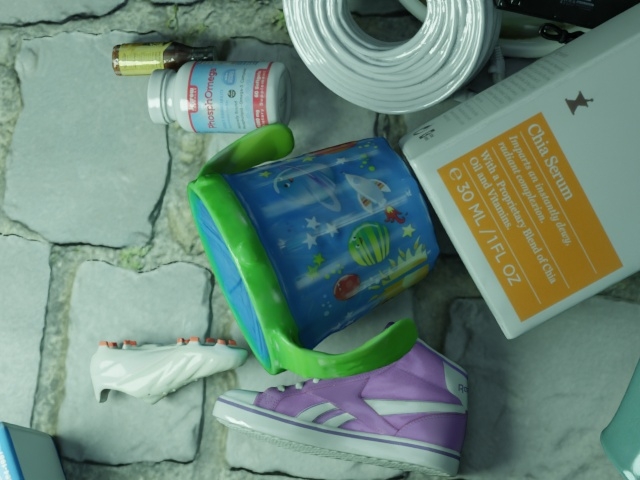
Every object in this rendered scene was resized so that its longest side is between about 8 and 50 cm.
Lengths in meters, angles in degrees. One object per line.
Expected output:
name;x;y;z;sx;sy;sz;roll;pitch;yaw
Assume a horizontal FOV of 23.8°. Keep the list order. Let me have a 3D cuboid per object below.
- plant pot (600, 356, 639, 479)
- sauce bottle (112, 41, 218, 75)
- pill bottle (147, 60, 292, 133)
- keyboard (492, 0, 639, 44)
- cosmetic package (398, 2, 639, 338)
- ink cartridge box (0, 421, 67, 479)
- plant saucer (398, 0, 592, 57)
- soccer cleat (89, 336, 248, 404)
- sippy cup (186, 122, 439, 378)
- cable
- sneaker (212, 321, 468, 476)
plant pot;0.435;0.172;1.550;0.272;0.272;0.255;42;103;15
sauce bottle;-0.189;-0.222;1.853;0.128;0.042;0.042;-1;79;8
pill bottle;-0.119;-0.170;1.804;0.160;0.087;0.087;1;80;12
keyboard;0.279;-0.263;1.671;0.180;0.023;0.108;10;114;-15
cosmetic package;0.337;-0.111;1.627;0.453;0.161;0.230;-30;102;4
ink cartridge box;-0.465;0.413;1.718;0.395;0.166;0.285;-22;75;5
plant saucer;0.236;-0.411;1.723;0.401;0.100;0.400;7;116;14
soccer cleat;-0.175;0.152;1.768;0.196;0.068;0.076;-4;83;18
sippy cup;0.000;0.000;1.672;0.224;0.240;0.305;-23;87;-10
cable;0.079;-0.269;1.729;0.257;0.089;0.257;3;114;17
sneaker;0.027;0.165;1.711;0.282;0.102;0.161;9;78;2
